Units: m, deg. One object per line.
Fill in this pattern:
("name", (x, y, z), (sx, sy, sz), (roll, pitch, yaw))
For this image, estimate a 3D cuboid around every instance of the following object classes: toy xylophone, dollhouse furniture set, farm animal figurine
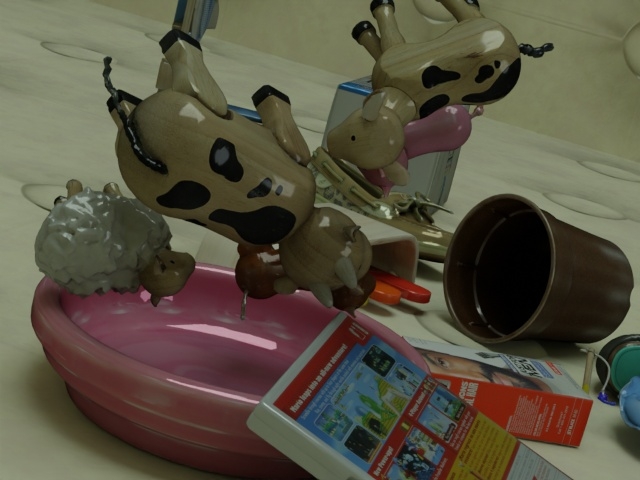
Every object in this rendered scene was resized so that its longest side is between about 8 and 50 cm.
("toy xylophone", (-0.029, 0.009, 1.649), (0.236, 0.081, 0.323), (25, 17, 37))
("dollhouse furniture set", (-0.140, -0.303, 2.304), (0.198, 0.303, 0.286), (12, 14, -6))
("farm animal figurine", (-0.017, -0.050, 1.128), (0.327, 0.330, 0.172), (10, 39, -30))

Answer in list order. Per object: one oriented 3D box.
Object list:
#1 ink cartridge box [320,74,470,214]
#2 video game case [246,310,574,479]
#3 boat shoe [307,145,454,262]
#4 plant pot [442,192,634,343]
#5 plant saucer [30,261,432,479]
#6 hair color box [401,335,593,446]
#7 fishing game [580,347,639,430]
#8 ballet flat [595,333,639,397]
("ink cartridge box", (0.110, -0.142, 2.202), (0.171, 0.168, 0.233), (16, 13, 11))
("video game case", (0.098, 0.170, 1.042), (0.285, 0.025, 0.204), (36, 22, 5))
("boat shoe", (0.071, -0.045, 1.913), (0.285, 0.089, 0.104), (25, 2, 38))
("plant pot", (0.253, 0.044, 1.669), (0.165, 0.167, 0.167), (13, 12, -40))
("plant saucer", (-0.076, 0.106, 1.218), (0.332, 0.084, 0.332), (13, 14, -3))
("hair color box", (0.158, 0.140, 1.384), (0.167, 0.053, 0.093), (10, 15, -15))
("fishing game", (0.372, 0.190, 1.434), (0.264, 0.041, 0.189), (20, 23, 1))
("ballet flat", (0.428, 0.147, 1.565), (0.280, 0.095, 0.096), (15, 2, 0))
